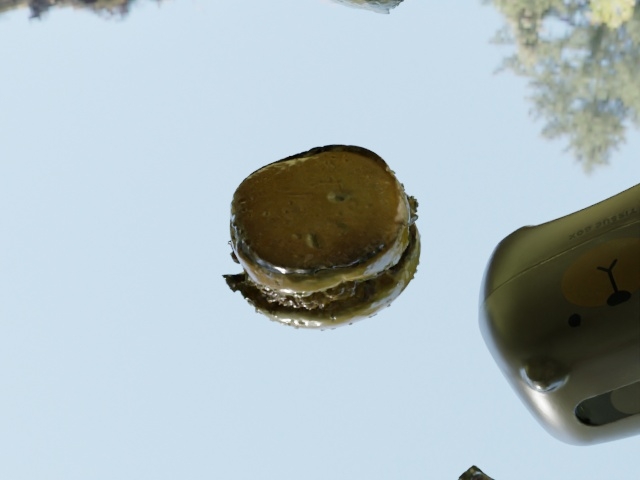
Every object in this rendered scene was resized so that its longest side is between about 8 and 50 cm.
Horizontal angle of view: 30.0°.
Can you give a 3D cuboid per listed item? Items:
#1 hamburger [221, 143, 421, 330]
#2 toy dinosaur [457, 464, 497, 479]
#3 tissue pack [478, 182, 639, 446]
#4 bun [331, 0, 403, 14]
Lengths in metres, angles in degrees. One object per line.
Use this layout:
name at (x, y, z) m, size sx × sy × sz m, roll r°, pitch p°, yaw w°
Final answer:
hamburger at (0.006, -0.005, 1.147) m, size 0.182 × 0.118 × 0.191 m, roll 5°, pitch -130°, yaw 13°
toy dinosaur at (0.225, 0.315, 1.270) m, size 0.200 × 0.072 × 0.251 m, roll 43°, pitch -158°, yaw 17°
tissue pack at (0.400, 0.089, 1.478) m, size 0.387 × 0.267 × 0.277 m, roll -23°, pitch -147°, yaw 21°
bun at (0.065, -0.311, 1.189) m, size 0.210 × 0.116 × 0.237 m, roll -3°, pitch -126°, yaw 11°
